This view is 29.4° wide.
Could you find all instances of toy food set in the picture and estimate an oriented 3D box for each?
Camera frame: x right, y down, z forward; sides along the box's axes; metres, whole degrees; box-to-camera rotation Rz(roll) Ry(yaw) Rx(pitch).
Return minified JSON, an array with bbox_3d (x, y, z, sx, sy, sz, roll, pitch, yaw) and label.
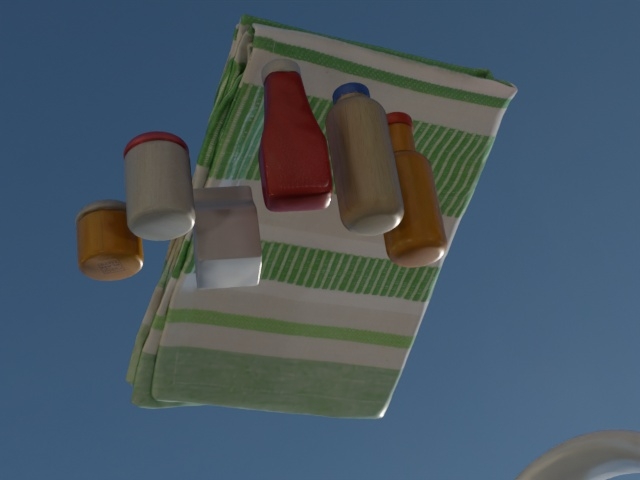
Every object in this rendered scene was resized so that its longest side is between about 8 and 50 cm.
[{"bbox_3d":[-0.037,-0.044,0.758,0.232,0.111,0.104,-4,-119,-8],"label":"toy food set"}]

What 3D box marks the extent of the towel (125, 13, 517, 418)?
[{"bbox_3d":[0.000,0.000,0.964,0.248,0.038,0.325,8,-65,-27],"label":"towel"}]

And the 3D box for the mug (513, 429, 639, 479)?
[{"bbox_3d":[0.134,0.287,0.743,0.276,0.328,0.374,33,-114,-17],"label":"mug"}]
